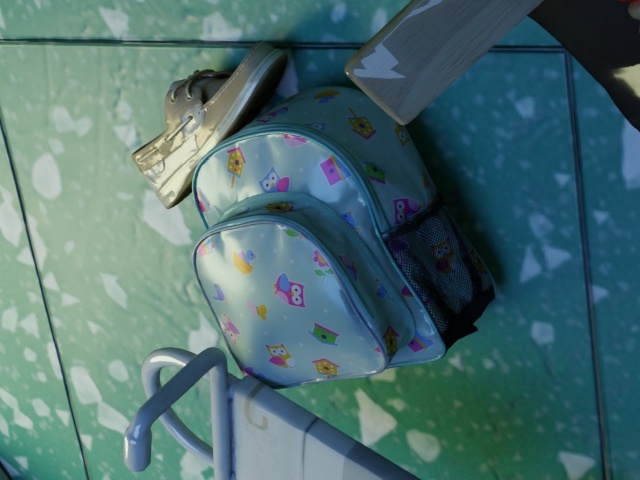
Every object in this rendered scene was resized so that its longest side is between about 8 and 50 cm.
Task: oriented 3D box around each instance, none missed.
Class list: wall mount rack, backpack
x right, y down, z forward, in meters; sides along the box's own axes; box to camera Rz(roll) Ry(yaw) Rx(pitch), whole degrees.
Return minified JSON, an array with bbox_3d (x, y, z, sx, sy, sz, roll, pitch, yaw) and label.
[{"bbox_3d":[-0.016,0.235,0.983,0.350,0.130,0.304,28,141,24],"label":"wall mount rack"},{"bbox_3d":[0.000,0.000,0.972,0.165,0.144,0.188,-13,102,44],"label":"backpack"}]

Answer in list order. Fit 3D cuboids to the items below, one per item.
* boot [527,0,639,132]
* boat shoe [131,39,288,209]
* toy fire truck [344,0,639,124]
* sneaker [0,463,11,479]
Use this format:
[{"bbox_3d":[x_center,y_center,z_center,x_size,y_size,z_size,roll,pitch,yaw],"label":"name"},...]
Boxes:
[{"bbox_3d":[0.210,-0.210,0.723,0.284,0.138,0.377,38,135,12],"label":"boot"},{"bbox_3d":[-0.085,-0.088,1.034,0.059,0.063,0.170,44,132,0],"label":"boat shoe"},{"bbox_3d":[0.153,-0.093,0.660,0.246,0.158,0.217,-10,115,58],"label":"toy fire truck"},{"bbox_3d":[-0.303,0.312,1.357,0.283,0.122,0.110,43,131,8],"label":"sneaker"}]
